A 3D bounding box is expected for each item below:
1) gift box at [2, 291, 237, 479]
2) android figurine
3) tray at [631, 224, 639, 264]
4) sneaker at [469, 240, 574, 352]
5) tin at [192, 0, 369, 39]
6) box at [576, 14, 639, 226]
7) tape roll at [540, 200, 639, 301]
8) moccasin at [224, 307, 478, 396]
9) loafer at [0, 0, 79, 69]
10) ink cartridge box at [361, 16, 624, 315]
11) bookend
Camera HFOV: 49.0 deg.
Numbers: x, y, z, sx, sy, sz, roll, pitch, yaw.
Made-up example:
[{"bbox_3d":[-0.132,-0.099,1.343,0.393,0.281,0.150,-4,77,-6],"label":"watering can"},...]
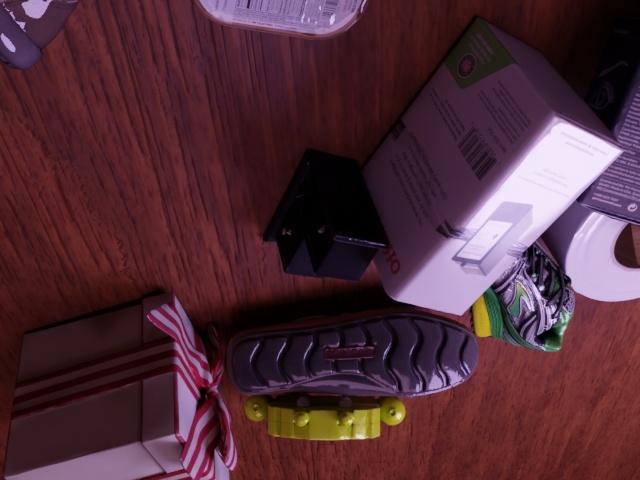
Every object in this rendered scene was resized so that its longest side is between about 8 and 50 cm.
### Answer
[{"bbox_3d":[-0.255,0.238,0.955,0.258,0.255,0.276,-14,142,0],"label":"gift box"},{"bbox_3d":[0.006,0.267,1.091,0.248,0.056,0.273,1,172,3],"label":"android figurine"},{"bbox_3d":[0.540,-0.037,0.735,0.202,0.076,0.411,-3,170,-9],"label":"tray"},{"bbox_3d":[0.284,0.039,0.974,0.146,0.134,0.344,16,153,30],"label":"sneaker"},{"bbox_3d":[-0.040,-0.256,0.687,0.189,0.040,0.106,3,128,-19],"label":"tin"},{"bbox_3d":[0.361,-0.136,0.782,0.108,0.153,0.207,17,111,2],"label":"box"},{"bbox_3d":[0.464,-0.041,1.004,0.286,0.100,0.286,-8,135,-9],"label":"tape roll"},{"bbox_3d":[0.048,0.175,1.066,0.379,0.147,0.139,-8,91,-4],"label":"moccasin"},{"bbox_3d":[-0.298,-0.301,0.520,0.130,0.134,0.366,-42,147,-12],"label":"loafer"},{"bbox_3d":[0.169,-0.078,0.807,0.114,0.198,0.273,16,128,-31],"label":"ink cartridge box"},{"bbox_3d":[0.000,0.000,0.864,0.072,0.156,0.157,10,131,-25],"label":"bookend"}]
